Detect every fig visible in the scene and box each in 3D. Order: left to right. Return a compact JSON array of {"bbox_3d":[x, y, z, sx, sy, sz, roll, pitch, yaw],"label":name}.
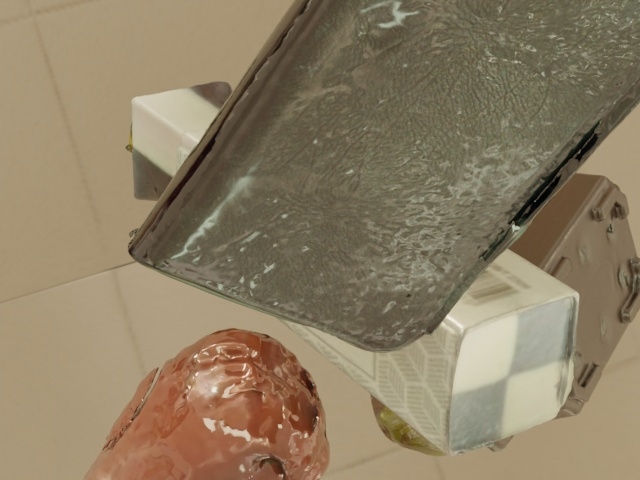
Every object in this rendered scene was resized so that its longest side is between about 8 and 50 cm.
[{"bbox_3d":[0.150,0.210,1.768,0.166,0.144,0.154,-13,129,4],"label":"fig"}]

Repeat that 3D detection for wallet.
[{"bbox_3d":[0.063,-0.082,0.608,0.172,0.045,0.318,24,118,-26],"label":"wallet"}]

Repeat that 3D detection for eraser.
[{"bbox_3d":[0.000,0.000,0.923,0.098,0.404,0.096,-15,121,-31],"label":"eraser"}]

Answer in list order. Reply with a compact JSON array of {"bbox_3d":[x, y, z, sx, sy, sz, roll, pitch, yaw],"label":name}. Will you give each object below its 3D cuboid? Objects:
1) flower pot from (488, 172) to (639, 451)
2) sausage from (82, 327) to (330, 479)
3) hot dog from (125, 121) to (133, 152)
[{"bbox_3d":[0.182,0.041,1.052,0.251,0.084,0.178,-46,123,-46],"label":"flower pot"},{"bbox_3d":[-0.100,0.184,1.036,0.152,0.152,0.279,32,120,-11],"label":"sausage"},{"bbox_3d":[-0.084,-0.077,1.485,0.269,0.115,0.072,26,63,-25],"label":"hot dog"}]
